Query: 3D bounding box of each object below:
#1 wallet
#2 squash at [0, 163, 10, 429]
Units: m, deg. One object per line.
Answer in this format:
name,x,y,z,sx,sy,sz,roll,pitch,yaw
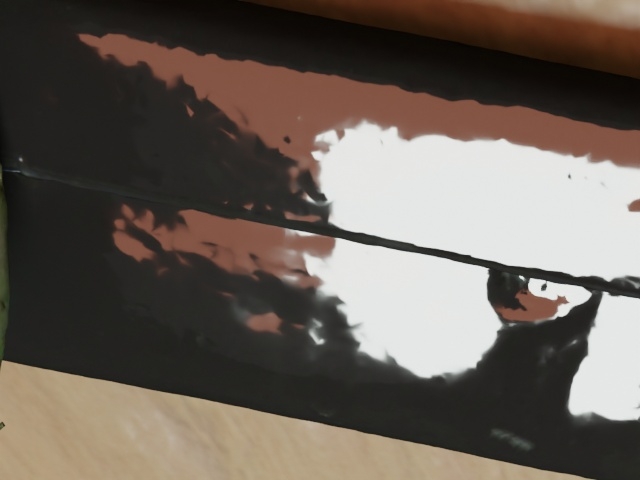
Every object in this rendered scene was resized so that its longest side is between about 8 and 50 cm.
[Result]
wallet,0.000,0.001,0.545,0.406,0.062,0.228,10,128,1
squash,-0.335,0.008,0.437,0.385,0.263,0.263,6,127,16
